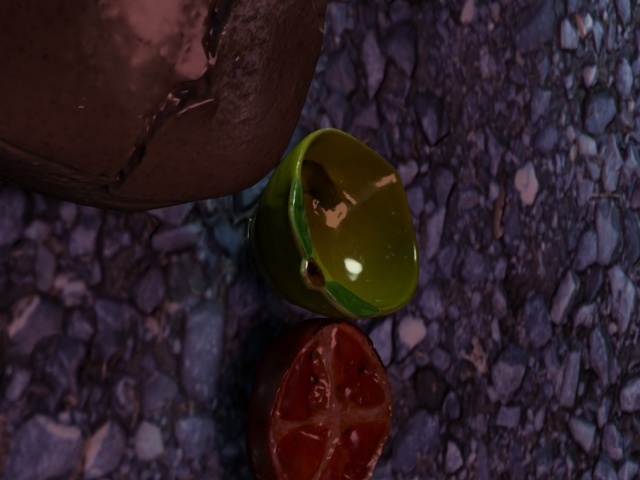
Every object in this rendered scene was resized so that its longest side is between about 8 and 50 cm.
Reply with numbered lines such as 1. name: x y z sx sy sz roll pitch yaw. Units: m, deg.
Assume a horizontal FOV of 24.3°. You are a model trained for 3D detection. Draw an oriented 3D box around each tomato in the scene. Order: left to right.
1. tomato: -0.014 0.137 1.144 0.155 0.069 0.155 -6 97 -52

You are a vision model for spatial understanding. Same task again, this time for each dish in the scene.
1. dish: 0.000 0.000 1.120 0.149 0.080 0.208 60 31 -8

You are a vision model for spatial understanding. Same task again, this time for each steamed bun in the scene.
1. steamed bun: -0.102 -0.141 0.914 0.301 0.199 0.251 3 94 -50
